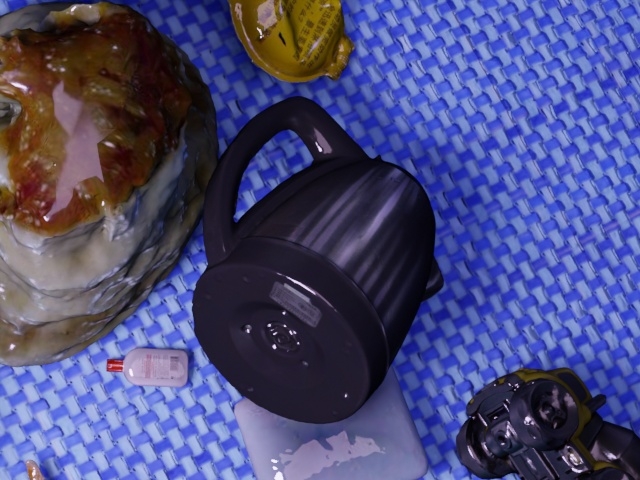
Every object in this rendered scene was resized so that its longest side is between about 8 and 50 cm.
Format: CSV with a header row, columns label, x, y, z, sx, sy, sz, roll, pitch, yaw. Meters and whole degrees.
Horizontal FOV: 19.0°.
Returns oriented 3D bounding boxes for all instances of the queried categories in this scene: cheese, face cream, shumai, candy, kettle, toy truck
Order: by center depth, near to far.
label,x,y,z,sx,sy,sz,roll,pitch,yaw
shumai,-0.261,-0.081,1.835,0.324,0.323,0.397,43,75,-2
kettle,0.004,0.014,1.936,0.250,0.207,0.271,29,49,13
candy,0.011,0.203,1.957,0.174,0.071,0.138,-17,74,-13
face cream,-0.178,0.130,1.962,0.083,0.021,0.040,4,79,-10
toy truck,0.263,0.224,1.977,0.165,0.147,0.224,-30,83,-38
cheese,-0.060,-0.263,2.006,0.250,0.064,0.157,41,58,-26

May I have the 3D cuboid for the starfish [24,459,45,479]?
label,x,y,z,sx,sy,sz,roll,pitch,yaw
starfish,-0.337,0.327,1.866,0.277,0.062,0.236,42,70,11
